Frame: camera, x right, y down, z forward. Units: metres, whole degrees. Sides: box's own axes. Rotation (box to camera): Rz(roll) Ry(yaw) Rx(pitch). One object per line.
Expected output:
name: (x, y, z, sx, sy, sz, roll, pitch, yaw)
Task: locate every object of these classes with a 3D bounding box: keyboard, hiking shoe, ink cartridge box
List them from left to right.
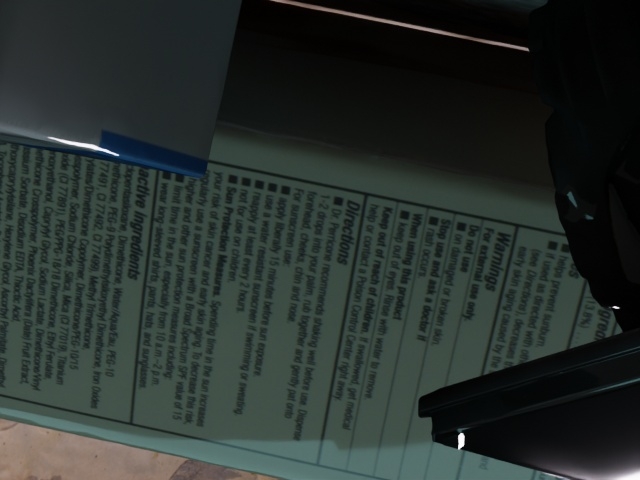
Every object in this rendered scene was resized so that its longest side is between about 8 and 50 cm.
ink cartridge box: (-0.135, -0.078, 0.465, 0.191, 0.082, 0.140, 10, 180, 21)
hiking shoe: (0.176, -0.017, 0.475, 0.132, 0.113, 0.304, -25, 150, 35)
keyboard: (0.190, 0.023, 0.354, 0.202, 0.033, 0.317, 20, 154, -33)

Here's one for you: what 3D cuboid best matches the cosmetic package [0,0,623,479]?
cosmetic package: (0.000, 0.000, 0.638, 0.296, 0.153, 0.129, 13, -150, 3)
